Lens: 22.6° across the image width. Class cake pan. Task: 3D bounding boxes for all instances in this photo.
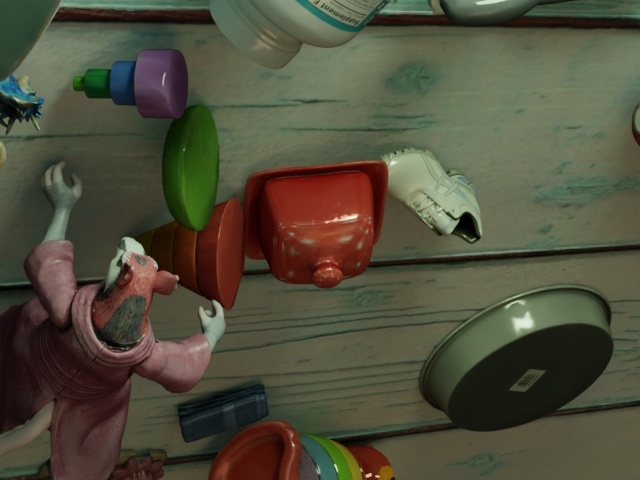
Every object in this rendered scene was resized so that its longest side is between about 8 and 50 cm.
[{"bbox_3d":[0.283,0.174,2.237,0.293,0.054,0.293,-16,145,-12],"label":"cake pan"}]

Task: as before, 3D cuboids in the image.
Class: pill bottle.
[{"bbox_3d":[0.019,-0.271,1.406,0.146,0.146,0.264,19,128,-45],"label":"pill bottle"}]

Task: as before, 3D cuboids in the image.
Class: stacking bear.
[{"bbox_3d":[-0.003,0.339,2.201,0.164,0.175,0.289,-14,167,37],"label":"stacking bear"}]

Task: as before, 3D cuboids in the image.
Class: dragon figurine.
[{"bbox_3d":[-0.288,-0.134,1.356,0.085,0.289,0.144,-24,108,-4],"label":"dragon figurine"}]

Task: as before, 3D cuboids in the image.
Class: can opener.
[{"bbox_3d":[0.242,-0.255,1.604,0.283,0.095,0.076,-10,144,-20],"label":"can opener"}]

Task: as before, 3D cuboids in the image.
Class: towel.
[{"bbox_3d":[-0.126,0.224,2.078,0.119,0.029,0.067,-17,145,-12],"label":"towel"}]

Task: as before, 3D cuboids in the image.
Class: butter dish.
[{"bbox_3d":[0.000,0.000,1.763,0.160,0.118,0.160,-5,142,-8],"label":"butter dish"}]

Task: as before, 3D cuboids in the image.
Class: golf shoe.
[{"bbox_3d":[0.127,-0.048,1.821,0.176,0.086,0.069,19,129,-43],"label":"golf shoe"}]

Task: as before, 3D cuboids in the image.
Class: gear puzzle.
[{"bbox_3d":[-0.344,0.396,2.162,0.175,0.044,0.339,6,136,-36],"label":"gear puzzle"}]

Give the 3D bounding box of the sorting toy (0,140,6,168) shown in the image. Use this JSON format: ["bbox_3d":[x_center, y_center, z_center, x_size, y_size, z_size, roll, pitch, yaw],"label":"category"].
[{"bbox_3d":[-0.432,-0.053,1.526,0.208,0.038,0.193,12,131,-35],"label":"sorting toy"}]

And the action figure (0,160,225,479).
[{"bbox_3d":[-0.253,0.111,1.616,0.248,0.275,0.370,35,147,-6],"label":"action figure"}]

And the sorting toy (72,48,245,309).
[{"bbox_3d":[-0.171,-0.061,1.639,0.126,0.127,0.365,2,145,13],"label":"sorting toy"}]

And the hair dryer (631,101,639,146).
[{"bbox_3d":[0.471,-0.153,1.847,0.224,0.080,0.293,-8,162,-3],"label":"hair dryer"}]

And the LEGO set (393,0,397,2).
[{"bbox_3d":[0.074,-0.272,1.552,0.054,0.023,0.083,2,125,-36],"label":"LEGO set"}]

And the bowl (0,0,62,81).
[{"bbox_3d":[-0.246,-0.285,1.137,0.163,0.311,0.311,22,128,-21],"label":"bowl"}]
